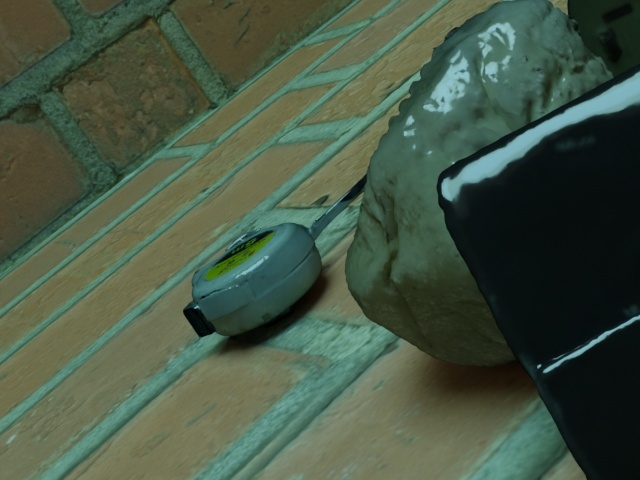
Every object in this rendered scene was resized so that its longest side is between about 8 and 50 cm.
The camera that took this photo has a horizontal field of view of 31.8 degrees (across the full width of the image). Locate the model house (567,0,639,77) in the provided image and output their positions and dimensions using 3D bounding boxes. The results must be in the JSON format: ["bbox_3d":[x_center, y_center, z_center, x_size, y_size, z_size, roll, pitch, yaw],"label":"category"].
[{"bbox_3d":[0.357,-0.198,0.921,0.204,0.218,0.279,-18,19,38],"label":"model house"}]

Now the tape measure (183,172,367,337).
[{"bbox_3d":[0.001,0.000,1.203,0.330,0.084,0.164,-30,20,14],"label":"tape measure"}]

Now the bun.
[{"bbox_3d":[0.145,-0.028,0.845,0.282,0.204,0.281,-56,-12,-18],"label":"bun"}]

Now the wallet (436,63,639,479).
[{"bbox_3d":[0.286,-0.037,0.625,0.406,0.228,0.062,-30,-16,14],"label":"wallet"}]
